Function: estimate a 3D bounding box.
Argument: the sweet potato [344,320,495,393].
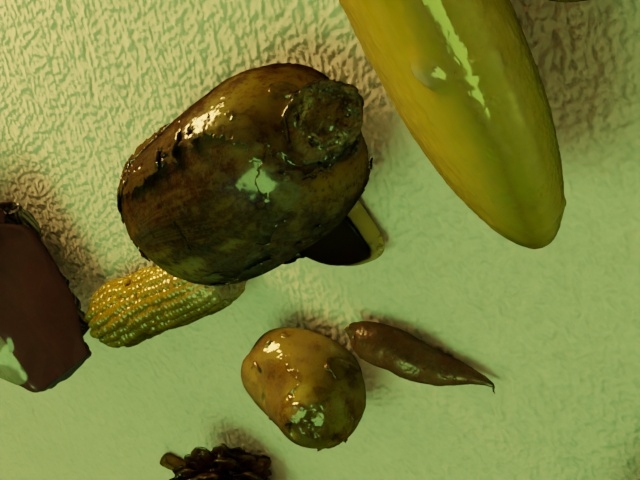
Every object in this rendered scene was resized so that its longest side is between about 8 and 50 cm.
[{"bbox_3d":[0.111,0.136,1.406,0.195,0.056,0.056,21,136,22],"label":"sweet potato"}]

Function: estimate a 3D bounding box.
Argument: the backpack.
[{"bbox_3d":[-0.470,0.070,1.764,0.317,0.197,0.283,6,128,61],"label":"backpack"}]

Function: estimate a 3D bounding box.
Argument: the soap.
[{"bbox_3d":[0.084,-0.185,0.997,0.427,0.115,0.306,61,176,-23],"label":"soap"}]

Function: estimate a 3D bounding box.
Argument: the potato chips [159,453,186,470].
[{"bbox_3d":[-0.166,0.389,1.909,0.204,0.026,0.037,32,144,14],"label":"potato chips"}]

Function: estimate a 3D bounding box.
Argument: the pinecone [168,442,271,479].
[{"bbox_3d":[-0.141,0.374,1.759,0.174,0.173,0.173,24,138,24],"label":"pinecone"}]

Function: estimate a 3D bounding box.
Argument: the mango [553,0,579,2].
[{"bbox_3d":[0.186,-0.296,0.883,0.167,0.130,0.262,29,135,28],"label":"mango"}]

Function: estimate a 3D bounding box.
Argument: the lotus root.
[{"bbox_3d":[-0.080,-0.065,1.292,0.196,0.179,0.397,48,146,-9],"label":"lotus root"}]

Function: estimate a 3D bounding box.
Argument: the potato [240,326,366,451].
[{"bbox_3d":[-0.017,0.176,1.504,0.176,0.137,0.137,44,148,37],"label":"potato"}]

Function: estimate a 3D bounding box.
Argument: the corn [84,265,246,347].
[{"bbox_3d":[-0.210,0.077,1.615,0.320,0.097,0.097,-20,110,47],"label":"corn"}]

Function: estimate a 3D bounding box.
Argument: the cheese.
[{"bbox_3d":[0.000,0.000,1.393,0.162,0.036,0.086,-21,111,50],"label":"cheese"}]
